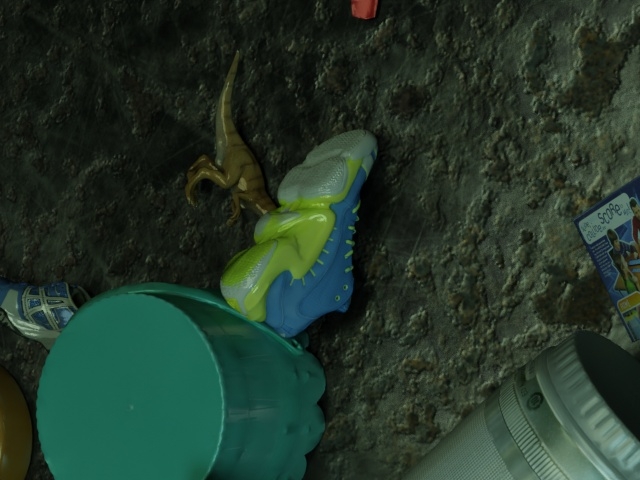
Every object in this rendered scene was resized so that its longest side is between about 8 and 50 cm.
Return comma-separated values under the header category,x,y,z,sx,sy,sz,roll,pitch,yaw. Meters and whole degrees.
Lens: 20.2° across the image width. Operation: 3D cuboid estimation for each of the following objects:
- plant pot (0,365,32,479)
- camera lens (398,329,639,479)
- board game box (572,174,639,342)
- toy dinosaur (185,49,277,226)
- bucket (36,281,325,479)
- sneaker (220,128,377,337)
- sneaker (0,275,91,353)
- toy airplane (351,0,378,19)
category,x,y,z,sx,sy,sz,roll,pitch,yaw
plant pot,-0.474,0.233,2.089,0.205,0.188,0.205,-3,85,31
camera lens,0.209,0.245,1.666,0.274,0.219,0.219,-46,66,19
board game box,0.316,0.006,1.648,0.136,0.035,0.201,65,157,7
toy dinosaur,-0.098,-0.087,1.978,0.112,0.064,0.211,-22,84,9
bucket,-0.154,0.176,1.908,0.281,0.183,0.281,-3,84,29
sneaker,0.000,0.000,1.893,0.240,0.126,0.091,-50,29,-13
sneaker,-0.313,0.080,2.079,0.211,0.080,0.081,26,93,20
toy airplane,0.027,-0.315,1.930,0.151,0.028,0.151,-4,82,30
